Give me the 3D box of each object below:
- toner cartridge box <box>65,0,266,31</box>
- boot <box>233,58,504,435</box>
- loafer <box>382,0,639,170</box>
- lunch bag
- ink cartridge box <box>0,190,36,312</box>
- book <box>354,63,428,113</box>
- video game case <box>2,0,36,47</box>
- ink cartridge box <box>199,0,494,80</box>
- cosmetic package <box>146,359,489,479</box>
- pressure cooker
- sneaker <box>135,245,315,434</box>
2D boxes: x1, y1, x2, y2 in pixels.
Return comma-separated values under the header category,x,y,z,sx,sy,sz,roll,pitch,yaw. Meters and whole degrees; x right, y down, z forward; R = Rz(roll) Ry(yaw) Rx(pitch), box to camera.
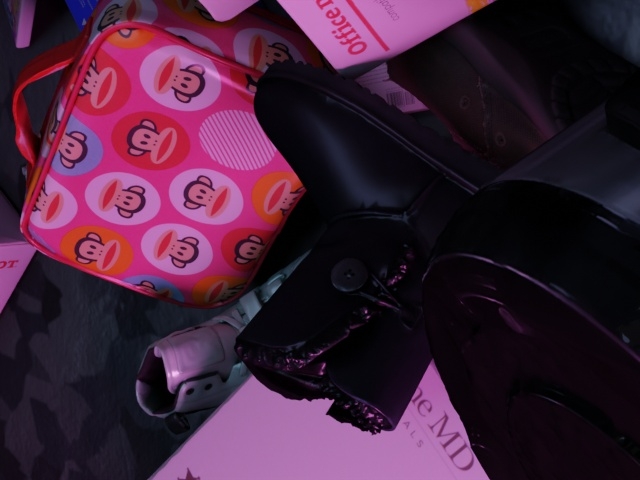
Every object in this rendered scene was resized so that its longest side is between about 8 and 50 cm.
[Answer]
category,x,y,z,sx,sy,sz,roll,pitch,yaw
toner cartridge box,-0.168,-0.256,1.190,0.165,0.075,0.347,-39,70,33
boot,0.000,0.000,0.858,0.246,0.094,0.207,32,73,23
loafer,0.174,-0.080,0.911,0.366,0.134,0.130,54,144,31
lunch bag,-0.141,-0.084,1.049,0.293,0.258,0.120,-54,24,39
ink cartridge box,-0.480,0.068,1.386,0.117,0.201,0.278,50,121,25
book,0.045,-0.178,1.052,0.096,0.035,0.144,-6,91,38
video game case,-0.336,-0.305,1.311,0.157,0.019,0.143,137,116,-67
ink cartridge box,0.053,-0.236,0.807,0.354,0.207,0.119,-28,63,13
cosmetic package,0.006,0.233,1.033,0.453,0.161,0.230,-47,65,31
pressure cooker,0.306,0.029,0.604,0.369,0.420,0.375,56,167,2
sneaker,-0.059,0.087,1.079,0.256,0.151,0.094,-43,68,33
